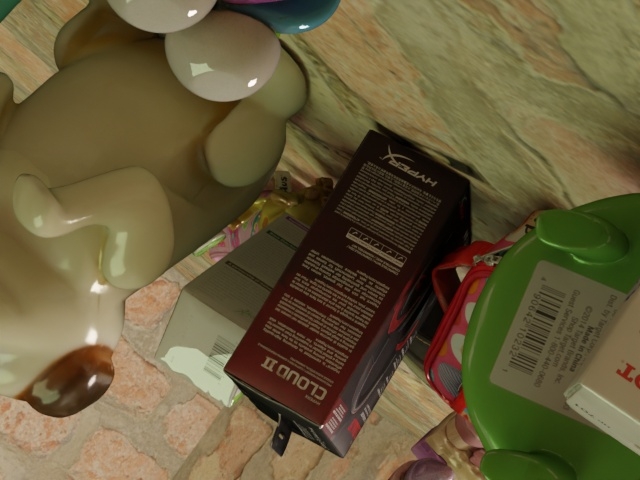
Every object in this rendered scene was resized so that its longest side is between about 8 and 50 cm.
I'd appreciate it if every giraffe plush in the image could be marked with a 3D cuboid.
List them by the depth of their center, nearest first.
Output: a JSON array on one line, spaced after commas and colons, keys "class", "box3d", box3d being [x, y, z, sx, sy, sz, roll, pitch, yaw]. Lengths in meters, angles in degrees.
[{"class": "giraffe plush", "box3d": [0.000, 0.000, 1.703, 0.210, 0.181, 0.170, 69, 160, 5]}]

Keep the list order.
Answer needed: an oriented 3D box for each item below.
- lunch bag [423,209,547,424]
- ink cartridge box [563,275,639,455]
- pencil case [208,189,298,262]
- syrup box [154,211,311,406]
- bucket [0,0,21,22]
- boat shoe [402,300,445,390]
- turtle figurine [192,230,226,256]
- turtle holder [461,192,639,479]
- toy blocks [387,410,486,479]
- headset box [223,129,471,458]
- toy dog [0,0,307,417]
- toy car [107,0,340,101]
[{"class": "lunch bag", "box3d": [0.206, 0.098, 1.334, 0.258, 0.120, 0.293, 40, 156, 12]}, {"class": "ink cartridge box", "box3d": [0.246, 0.045, 0.827, 0.140, 0.190, 0.082, 34, 171, 8]}, {"class": "pencil case", "box3d": [-0.068, -0.003, 1.935, 0.124, 0.124, 0.284, 38, 172, -15]}, {"class": "syrup box", "box3d": [-0.062, 0.065, 1.529, 0.096, 0.093, 0.237, 32, -150, 13]}, {"class": "bucket", "box3d": [-0.404, -0.301, 1.441, 0.281, 0.183, 0.281, 35, 171, 6]}, {"class": "boat shoe", "box3d": [0.224, 0.118, 1.560, 0.355, 0.132, 0.130, 26, 139, 27]}, {"class": "turtle figurine", "box3d": [-0.255, -0.076, 1.926, 0.198, 0.275, 0.266, -23, -98, -54]}, {"class": "turtle holder", "box3d": [0.261, 0.086, 1.000, 0.320, 0.243, 0.227, -7, 177, 11]}, {"class": "toy blocks", "box3d": [0.257, 0.264, 1.641, 0.288, 0.309, 0.260, 45, 149, 1]}, {"class": "headset box", "box3d": [0.026, 0.071, 1.419, 0.110, 0.293, 0.218, 29, 169, 13]}, {"class": "toy dog", "box3d": [-0.235, -0.037, 1.461, 0.285, 0.408, 0.395, 35, 170, 14]}, {"class": "toy car", "box3d": [-0.050, -0.190, 0.944, 0.136, 0.159, 0.182, -10, 148, 23]}]
